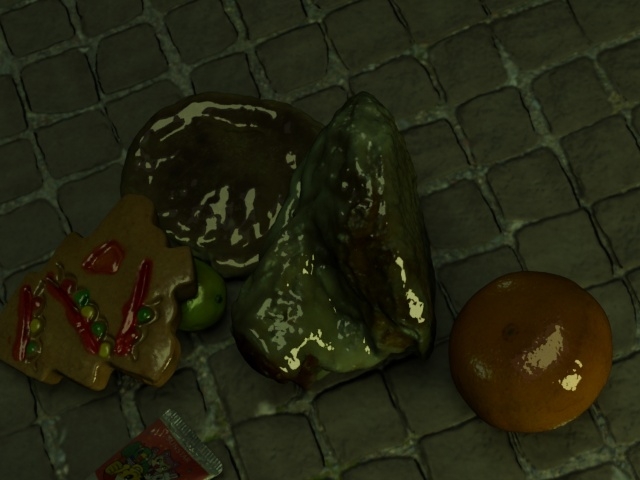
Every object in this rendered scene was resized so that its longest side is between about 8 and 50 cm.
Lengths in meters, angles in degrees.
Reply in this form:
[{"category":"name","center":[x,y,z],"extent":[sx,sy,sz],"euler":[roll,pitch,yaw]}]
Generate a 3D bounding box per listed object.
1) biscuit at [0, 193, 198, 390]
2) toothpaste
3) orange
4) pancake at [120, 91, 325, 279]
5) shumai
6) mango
[{"category":"biscuit","center":[-0.230,0.066,1.784],"extent":[0.238,0.041,0.212],"euler":[-21,61,14]},{"category":"toothpaste","center":[-0.208,0.257,1.713],"extent":[0.234,0.057,0.089],"euler":[-35,60,-19]},{"category":"orange","center":[0.198,0.106,1.688],"extent":[0.156,0.124,0.156],"euler":[-12,60,22]},{"category":"pancake","center":[-0.093,-0.065,1.866],"extent":[0.222,0.042,0.236],"euler":[-41,63,-11]},{"category":"shumai","center":[0.000,0.000,1.727],"extent":[0.203,0.222,0.272],"euler":[-8,70,9]},{"category":"mango","center":[-0.142,0.050,1.804],"extent":[0.108,0.056,0.073],"euler":[20,72,21]}]
